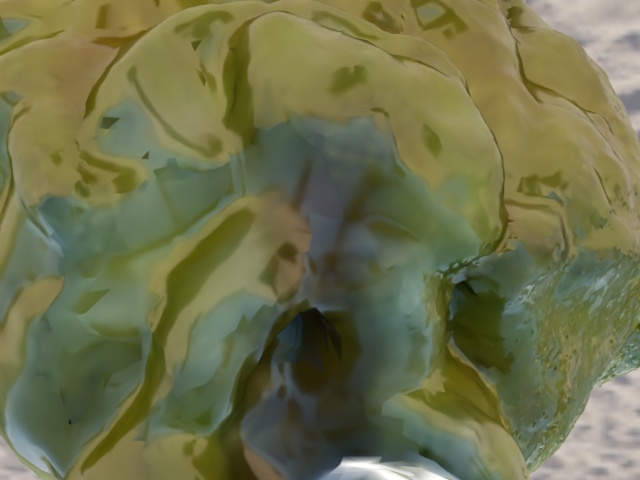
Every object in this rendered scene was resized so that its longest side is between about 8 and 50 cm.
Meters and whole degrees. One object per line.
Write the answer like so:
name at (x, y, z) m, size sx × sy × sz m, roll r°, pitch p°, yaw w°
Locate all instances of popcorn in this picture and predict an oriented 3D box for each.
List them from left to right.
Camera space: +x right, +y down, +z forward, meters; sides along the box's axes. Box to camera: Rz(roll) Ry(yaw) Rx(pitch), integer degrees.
popcorn at (0.000, 0.000, 0.483) m, size 0.250 × 0.242 × 0.235 m, roll -26°, pitch 170°, yaw -15°
